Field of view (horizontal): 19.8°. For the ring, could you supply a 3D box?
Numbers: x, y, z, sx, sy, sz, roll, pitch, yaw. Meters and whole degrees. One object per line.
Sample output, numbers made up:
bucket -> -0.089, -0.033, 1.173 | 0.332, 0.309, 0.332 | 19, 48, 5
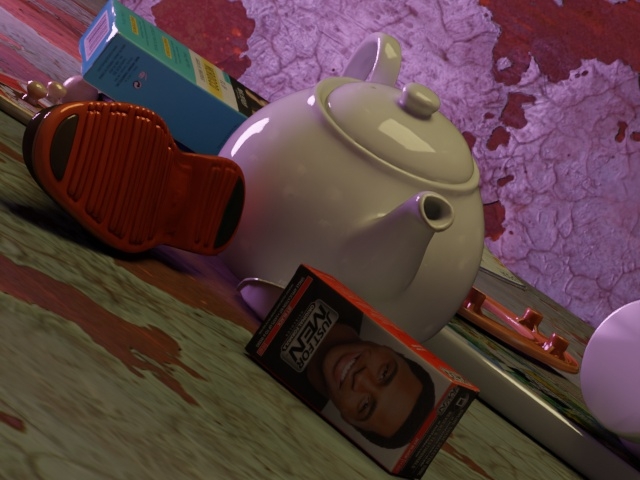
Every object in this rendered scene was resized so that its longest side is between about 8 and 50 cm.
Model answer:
ring -> 0.139, 0.041, 1.970 | 0.336, 0.032, 0.336 | 31, 6, -4

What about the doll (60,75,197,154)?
doll -> -0.170, -0.107, 1.797 | 0.189, 0.046, 0.129 | 31, 7, -22

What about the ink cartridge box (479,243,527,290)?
ink cartridge box -> 0.090, -0.034, 1.848 | 0.224, 0.045, 0.223 | 54, 15, 27

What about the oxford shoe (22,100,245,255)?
oxford shoe -> -0.149, -0.043, 1.286 | 0.098, 0.097, 0.271 | 14, -6, 22

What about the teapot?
teapot -> 0.038, -0.049, 1.490 | 0.256, 0.187, 0.252 | 41, 25, 24

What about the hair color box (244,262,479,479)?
hair color box -> 0.025, 0.083, 1.174 | 0.141, 0.072, 0.043 | 36, 6, 32

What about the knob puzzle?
knob puzzle -> -0.231, -0.114, 1.612 | 0.213, 0.030, 0.213 | 33, 6, -4

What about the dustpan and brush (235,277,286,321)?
dustpan and brush -> 0.034, 0.077, 1.320 | 0.147, 0.060, 0.211 | 31, 6, -24

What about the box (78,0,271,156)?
box -> -0.118, -0.133, 1.784 | 0.244, 0.060, 0.100 | 32, 18, -23

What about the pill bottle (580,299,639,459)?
pill bottle -> 0.355, 0.149, 1.669 | 0.264, 0.153, 0.153 | 27, 9, -47

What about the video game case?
video game case -> 0.219, 0.158, 1.771 | 0.329, 0.036, 0.300 | 37, 7, 25
